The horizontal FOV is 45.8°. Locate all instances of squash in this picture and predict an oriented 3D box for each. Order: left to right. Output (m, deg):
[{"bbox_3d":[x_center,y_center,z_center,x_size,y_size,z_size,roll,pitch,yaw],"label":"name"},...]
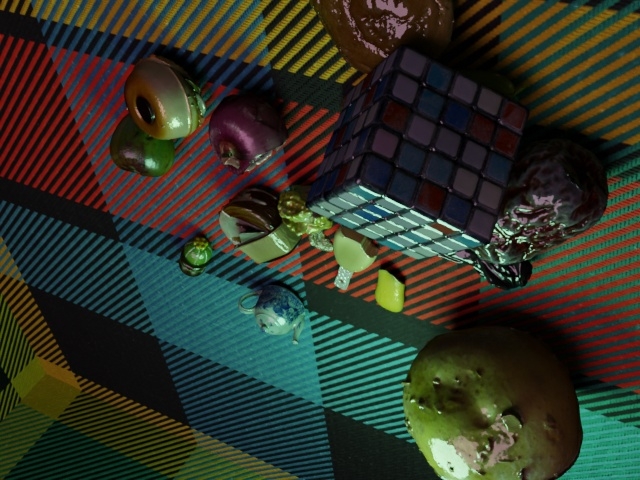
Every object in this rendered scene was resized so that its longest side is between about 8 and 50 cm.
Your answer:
[{"bbox_3d":[0.288,-0.313,1.504,0.201,0.066,0.066,20,140,26],"label":"squash"}]

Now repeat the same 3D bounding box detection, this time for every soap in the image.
[{"bbox_3d":[0.193,0.136,2.072,0.089,0.033,0.168,22,140,15],"label":"soap"}]

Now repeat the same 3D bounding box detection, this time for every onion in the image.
[{"bbox_3d":[-0.187,-0.266,1.851,0.200,0.200,0.207,37,174,0],"label":"onion"}]

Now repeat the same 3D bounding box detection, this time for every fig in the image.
[{"bbox_3d":[-0.493,-0.267,2.092,0.181,0.181,0.191,21,113,20],"label":"fig"}]

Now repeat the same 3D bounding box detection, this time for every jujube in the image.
[{"bbox_3d":[0.419,-0.076,1.521,0.226,0.226,0.317,43,145,-7],"label":"jujube"}]

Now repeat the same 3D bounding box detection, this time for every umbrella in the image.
[{"bbox_3d":[0.332,0.019,1.782,0.340,0.118,0.118,22,140,19],"label":"umbrella"}]

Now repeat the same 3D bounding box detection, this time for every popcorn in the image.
[{"bbox_3d":[-0.037,-0.082,1.954,0.145,0.125,0.126,-3,140,10],"label":"popcorn"}]

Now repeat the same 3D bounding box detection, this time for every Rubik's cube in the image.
[{"bbox_3d":[0.178,-0.154,1.461,0.292,0.287,0.293,23,166,-13],"label":"Rubik's cube"}]

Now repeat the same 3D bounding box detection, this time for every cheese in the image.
[{"bbox_3d":[0.082,0.059,2.068,0.127,0.050,0.255,27,143,10],"label":"cheese"}]

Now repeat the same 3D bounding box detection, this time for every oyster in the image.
[{"bbox_3d":[0.000,0.000,2.079,0.083,0.038,0.080,34,141,6],"label":"oyster"}]

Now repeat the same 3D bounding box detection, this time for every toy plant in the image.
[{"bbox_3d":[-0.394,0.047,2.397,0.093,0.093,0.162,36,143,1],"label":"toy plant"}]

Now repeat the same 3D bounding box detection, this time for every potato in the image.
[{"bbox_3d":[0.405,0.379,1.884,0.442,0.385,0.319,-7,114,30],"label":"potato"}]

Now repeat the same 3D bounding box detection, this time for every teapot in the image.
[{"bbox_3d":[-0.145,0.230,2.346,0.232,0.159,0.159,28,142,11],"label":"teapot"}]

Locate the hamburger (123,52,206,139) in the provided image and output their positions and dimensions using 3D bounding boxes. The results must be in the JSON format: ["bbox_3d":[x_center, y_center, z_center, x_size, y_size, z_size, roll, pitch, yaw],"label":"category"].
[{"bbox_3d":[-0.402,-0.359,1.936,0.237,0.147,0.237,29,138,29],"label":"hamburger"}]

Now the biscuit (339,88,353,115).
[{"bbox_3d":[0.136,-0.254,1.704,0.226,0.042,0.226,22,141,19],"label":"biscuit"}]

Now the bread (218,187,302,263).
[{"bbox_3d":[-0.176,-0.038,2.094,0.212,0.142,0.224,47,143,-18],"label":"bread"}]

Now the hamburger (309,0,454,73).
[{"bbox_3d":[0.117,-0.447,1.440,0.265,0.134,0.285,-14,124,50],"label":"hamburger"}]
